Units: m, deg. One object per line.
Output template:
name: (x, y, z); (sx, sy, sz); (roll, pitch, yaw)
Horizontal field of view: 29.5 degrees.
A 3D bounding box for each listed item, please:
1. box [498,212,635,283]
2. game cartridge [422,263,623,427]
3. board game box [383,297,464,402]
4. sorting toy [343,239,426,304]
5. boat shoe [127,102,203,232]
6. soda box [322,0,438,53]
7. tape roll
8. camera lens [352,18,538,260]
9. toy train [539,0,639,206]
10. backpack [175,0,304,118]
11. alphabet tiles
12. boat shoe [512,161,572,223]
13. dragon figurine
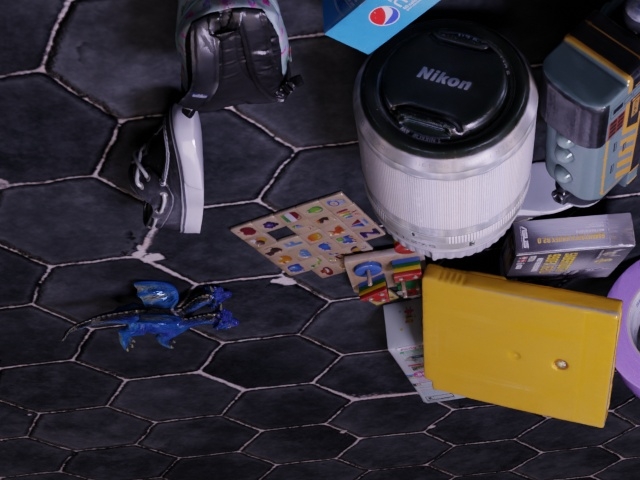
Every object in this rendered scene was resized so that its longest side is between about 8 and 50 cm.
box: (0.387, 0.017, 1.944); (0.183, 0.056, 0.231); (-4, 166, 1)
game cartridge: (0.331, 0.176, 2.041); (0.323, 0.053, 0.285); (12, 136, 18)
board game box: (0.264, 0.201, 2.281); (0.224, 0.097, 0.303); (-11, 152, 13)
sorting toy: (0.116, 0.066, 2.046); (0.132, 0.046, 0.274); (-9, 154, 5)
boat shoe: (-0.213, -0.094, 1.664); (0.102, 0.108, 0.301); (-2, 159, -7)
soda box: (0.094, -0.297, 1.359); (0.071, 0.067, 0.210); (19, 144, -35)
tape roll: (0.619, 0.150, 2.049); (0.275, 0.275, 0.090); (-15, 151, 18)
camera lens: (0.158, -0.125, 1.528); (0.219, 0.219, 0.274); (-6, 152, 3)
toy train: (0.356, -0.166, 1.500); (0.190, 0.142, 0.334); (-41, 156, -12)
backpack: (-0.107, -0.235, 1.397); (0.152, 0.115, 0.182); (-15, 151, -6)
alphabet tiles: (0.000, 0.000, 1.961); (0.198, 0.009, 0.237); (-18, 150, 22)
boat shoe: (0.290, -0.058, 1.829); (0.228, 0.080, 0.076); (-15, 164, 16)
dragon figurine: (-0.285, 0.122, 2.060); (0.289, 0.085, 0.144); (7, 148, -29)
